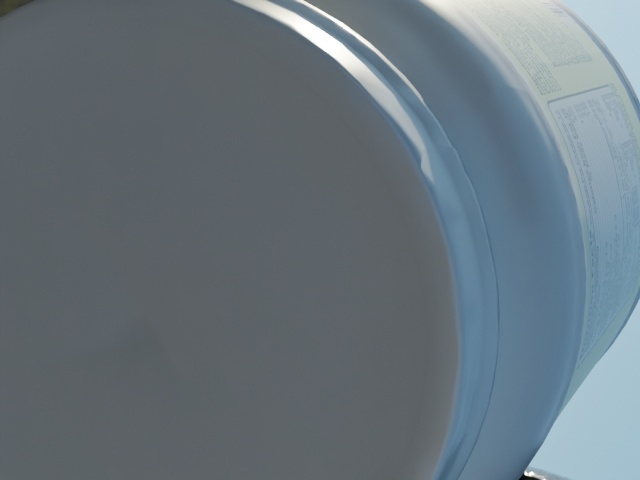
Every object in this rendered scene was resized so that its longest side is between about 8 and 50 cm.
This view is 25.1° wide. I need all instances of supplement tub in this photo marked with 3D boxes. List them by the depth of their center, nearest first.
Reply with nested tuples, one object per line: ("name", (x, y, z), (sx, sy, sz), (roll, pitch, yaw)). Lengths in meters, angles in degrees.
("supplement tub", (0.000, 0.000, 0.569), (0.325, 0.235, 0.235), (-24, 118, -68))

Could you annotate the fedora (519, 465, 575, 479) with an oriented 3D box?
("fedora", (0.056, 0.252, 0.602), (0.334, 0.334, 0.152), (-100, -178, -51))
